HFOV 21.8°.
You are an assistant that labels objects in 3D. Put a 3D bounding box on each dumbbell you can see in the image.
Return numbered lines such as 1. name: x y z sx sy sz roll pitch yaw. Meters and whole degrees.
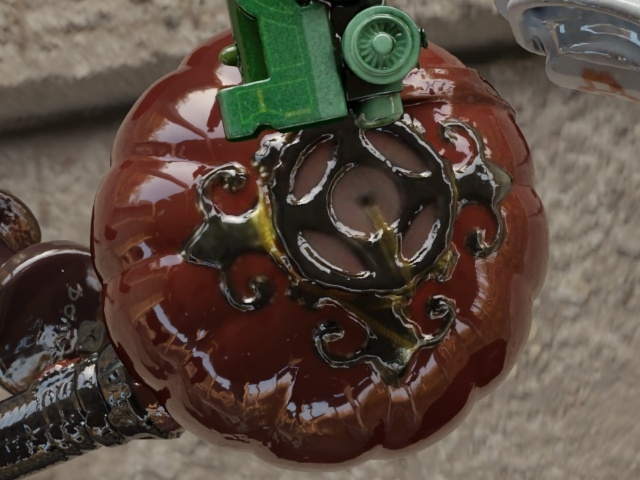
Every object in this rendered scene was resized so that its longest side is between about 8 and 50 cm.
1. dumbbell: -0.264 0.041 1.414 0.225 0.124 0.140 30 108 51

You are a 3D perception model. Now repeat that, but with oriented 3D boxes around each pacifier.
1. pacifier: 0.305 -0.239 1.572 0.279 0.227 0.207 15 80 26

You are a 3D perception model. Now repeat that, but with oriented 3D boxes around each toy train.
1. toy train: -0.011 -0.137 0.797 0.105 0.071 0.178 -12 91 1

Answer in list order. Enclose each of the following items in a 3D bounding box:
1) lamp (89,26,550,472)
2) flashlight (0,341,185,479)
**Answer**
1. lamp: 0.000 0.000 1.084 0.303 0.257 0.303 2 78 -11
2. flashlight: -0.194 0.130 1.200 0.232 0.093 0.093 -22 74 19
